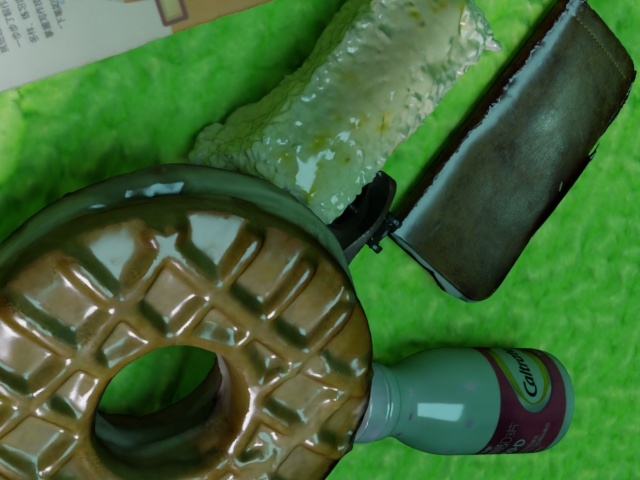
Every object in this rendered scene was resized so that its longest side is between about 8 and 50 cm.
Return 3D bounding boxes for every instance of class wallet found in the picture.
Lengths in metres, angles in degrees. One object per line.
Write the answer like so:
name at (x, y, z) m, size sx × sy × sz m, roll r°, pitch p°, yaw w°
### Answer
wallet at (0.165, -0.071, 1.580) m, size 0.255 × 0.031 × 0.137 m, roll -52°, pitch 130°, yaw -6°

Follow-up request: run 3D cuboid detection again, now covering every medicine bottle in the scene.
medicine bottle at (0.106, 0.133, 1.582) m, size 0.216 × 0.090 × 0.090 m, roll 3°, pitch 107°, yaw -37°

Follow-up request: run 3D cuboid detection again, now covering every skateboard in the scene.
skateboard at (0.000, 0.000, 1.478) m, size 0.080 × 0.067 × 0.151 m, roll 42°, pitch 77°, yaw -29°

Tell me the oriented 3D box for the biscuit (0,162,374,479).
biscuit at (-0.115, 0.099, 1.357) m, size 0.332 × 0.103 × 0.332 m, roll -10°, pitch 122°, yaw -17°

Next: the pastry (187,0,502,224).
pastry at (0.018, -0.109, 1.419) m, size 0.258 × 0.089 × 0.121 m, roll -45°, pitch 99°, yaw -18°

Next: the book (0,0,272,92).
book at (-0.158, -0.211, 1.221) m, size 0.295 × 0.020 × 0.208 m, roll -19°, pitch 123°, yaw -3°
